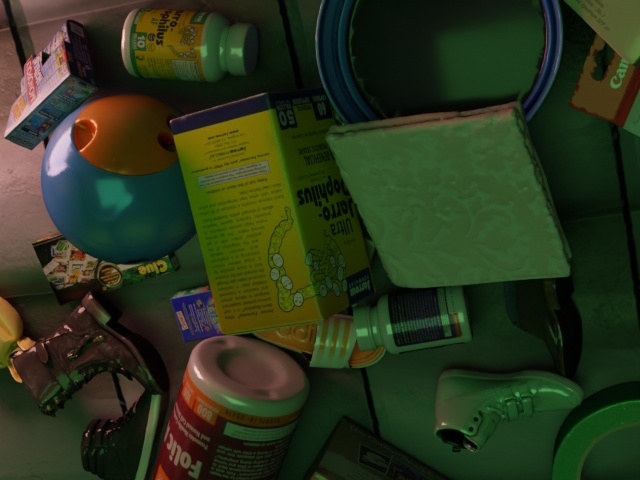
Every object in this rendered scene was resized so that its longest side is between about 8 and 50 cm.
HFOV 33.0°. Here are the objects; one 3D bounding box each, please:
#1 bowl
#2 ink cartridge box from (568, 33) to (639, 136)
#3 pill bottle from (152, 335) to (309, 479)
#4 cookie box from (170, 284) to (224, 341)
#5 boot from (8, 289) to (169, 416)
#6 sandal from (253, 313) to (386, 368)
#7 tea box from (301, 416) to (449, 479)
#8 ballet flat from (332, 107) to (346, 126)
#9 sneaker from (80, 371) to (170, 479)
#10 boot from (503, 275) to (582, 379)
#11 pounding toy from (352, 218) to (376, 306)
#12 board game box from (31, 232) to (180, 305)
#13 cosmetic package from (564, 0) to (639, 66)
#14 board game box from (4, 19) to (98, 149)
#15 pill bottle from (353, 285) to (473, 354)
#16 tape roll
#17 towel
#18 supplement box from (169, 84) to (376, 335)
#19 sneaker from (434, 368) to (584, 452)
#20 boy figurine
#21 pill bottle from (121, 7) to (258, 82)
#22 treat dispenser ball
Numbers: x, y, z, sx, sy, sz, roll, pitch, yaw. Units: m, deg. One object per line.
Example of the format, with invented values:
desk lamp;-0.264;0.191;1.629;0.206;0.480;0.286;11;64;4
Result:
bowl;0.187;-0.315;1.691;0.391;0.077;0.391;3;100;20
ink cartridge box;0.527;-0.247;1.671;0.232;0.066;0.189;19;112;4
pill bottle;-0.180;0.391;1.977;0.224;0.224;0.392;22;113;7
cookie box;-0.212;0.132;1.998;0.107;0.040;0.092;-11;105;18
boot;-0.430;0.246;2.008;0.229;0.091;0.263;-44;76;6
sandal;-0.015;0.182;1.945;0.265;0.076;0.102;10;111;11
tea box;0.084;0.564;1.970;0.329;0.220;0.323;30;112;3
ballet flat;0.093;-0.132;1.820;0.077;0.091;0.241;-33;103;-9
sneaker;-0.382;0.361;2.085;0.147;0.104;0.296;19;116;2
boot;0.380;0.137;1.843;0.106;0.082;0.219;7;121;38
pounding toy;-0.003;-0.010;1.867;0.206;0.094;0.181;20;112;7
board game box;-0.402;0.028;2.021;0.259;0.030;0.136;-16;101;19
cosmetic package;0.519;-0.416;1.567;0.160;0.113;0.309;47;114;13
board game box;-0.472;-0.261;1.856;0.060;0.194;0.194;26;119;-39
pill bottle;0.159;0.137;1.855;0.193;0.108;0.108;-10;105;10
tape roll;0.564;0.404;1.869;0.321;0.077;0.321;4;109;13
towel;0.204;-0.062;1.690;0.317;0.053;0.332;-6;129;27
supplement box;-0.071;-0.050;1.736;0.195;0.194;0.357;-11;96;30
sneaker;0.318;0.304;1.849;0.256;0.151;0.094;-1;137;20
boy figurine;-0.653;0.190;2.108;0.285;0.092;0.177;34;110;4
pill bottle;-0.215;-0.324;1.804;0.208;0.117;0.118;7;110;13
treat dispenser ball;-0.321;-0.103;1.813;0.288;0.288;0.288;5;109;13
